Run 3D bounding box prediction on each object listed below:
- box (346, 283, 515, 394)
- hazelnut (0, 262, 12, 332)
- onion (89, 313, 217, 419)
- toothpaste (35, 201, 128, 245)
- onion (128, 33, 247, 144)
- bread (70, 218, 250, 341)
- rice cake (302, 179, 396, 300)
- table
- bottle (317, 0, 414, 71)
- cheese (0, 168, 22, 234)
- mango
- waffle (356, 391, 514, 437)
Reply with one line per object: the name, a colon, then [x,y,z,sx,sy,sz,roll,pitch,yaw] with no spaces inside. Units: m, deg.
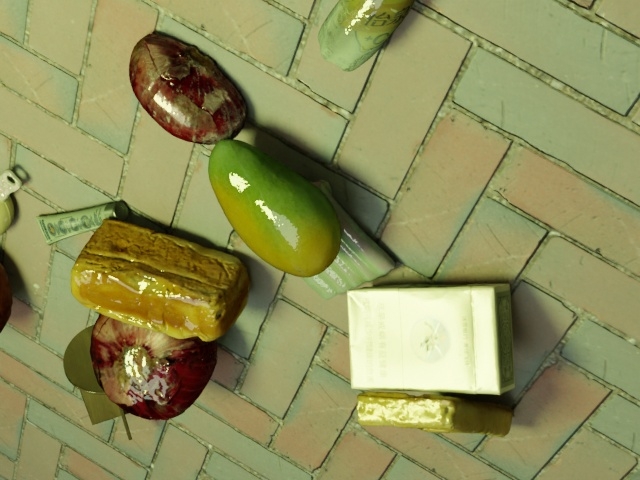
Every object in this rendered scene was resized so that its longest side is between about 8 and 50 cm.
box: [0.170,0.152,1.751,0.256,0.069,0.164,-2,91,30]
hazelnut: [-0.737,0.106,2.256,0.261,0.241,0.261,5,101,30]
onion: [-0.303,0.207,2.074,0.252,0.219,0.252,-1,86,13]
toothpaste: [-0.444,-0.034,2.058,0.239,0.039,0.062,-11,109,39]
onion: [-0.218,-0.212,1.714,0.205,0.098,0.151,33,136,2]
bread: [-0.275,0.070,1.941,0.294,0.167,0.132,16,125,10]
rice cake: [0.000,0.000,1.810,0.189,0.037,0.198,-23,113,42]
table: [-0.419,0.297,2.269,0.167,0.167,0.227,20,144,16]
bottle: [0.091,-0.326,1.431,0.083,0.083,0.270,40,132,-5]
cheese: [-0.629,-0.079,2.118,0.137,0.064,0.227,47,135,-15]
mango: [-0.077,-0.048,1.706,0.251,0.114,0.156,38,145,-1]
waffle: [0.191,0.282,1.807,0.167,0.057,0.274,-1,169,31]
